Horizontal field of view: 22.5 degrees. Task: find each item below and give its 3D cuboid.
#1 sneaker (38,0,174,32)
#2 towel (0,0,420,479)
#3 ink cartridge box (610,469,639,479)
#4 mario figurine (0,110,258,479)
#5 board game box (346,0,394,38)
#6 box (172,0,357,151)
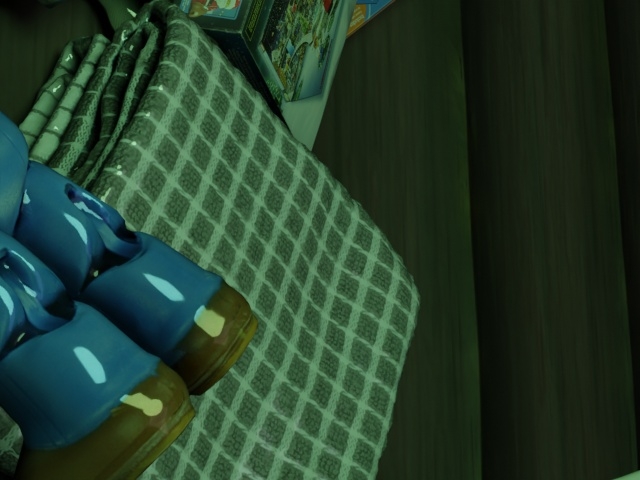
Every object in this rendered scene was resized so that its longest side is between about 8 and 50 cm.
[{"bbox_3d":[-0.145,-0.191,0.782,0.297,0.111,0.129,23,65,-49],"label":"sneaker"},{"bbox_3d":[-0.068,0.056,0.789,0.235,0.121,0.284,48,44,-34],"label":"towel"},{"bbox_3d":[0.097,0.260,0.741,0.384,0.279,0.160,-7,46,-44],"label":"ink cartridge box"},{"bbox_3d":[-0.186,-0.026,0.607,0.320,0.170,0.198,45,-3,-3],"label":"mario figurine"},{"bbox_3d":[0.035,-0.243,1.106,0.281,0.027,0.145,-43,113,-47],"label":"board game box"},{"bbox_3d":[-0.013,-0.183,0.923,0.159,0.044,0.233,61,43,-64],"label":"box"}]
